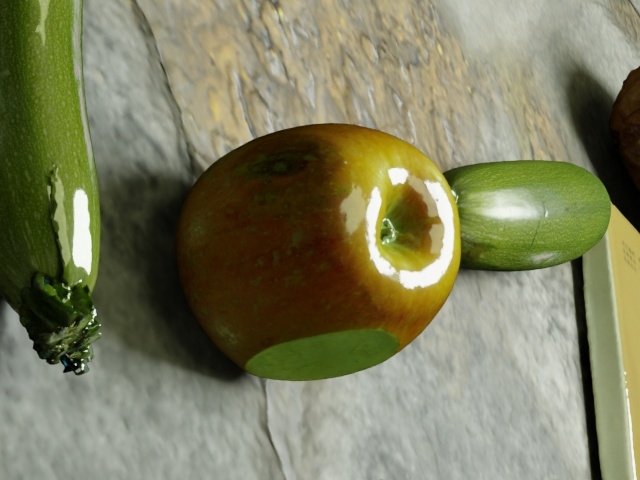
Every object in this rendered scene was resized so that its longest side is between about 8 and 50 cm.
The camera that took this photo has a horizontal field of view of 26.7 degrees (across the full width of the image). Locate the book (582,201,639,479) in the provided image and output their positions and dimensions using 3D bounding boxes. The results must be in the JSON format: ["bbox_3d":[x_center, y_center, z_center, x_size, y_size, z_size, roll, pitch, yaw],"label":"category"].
[{"bbox_3d":[0.257,0.189,0.938,0.269,0.032,0.389,42,39,-43],"label":"book"}]

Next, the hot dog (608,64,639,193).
[{"bbox_3d":[0.384,-0.009,1.073,0.174,0.267,0.387,-42,108,-28],"label":"hot dog"}]

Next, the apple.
[{"bbox_3d":[0.000,0.000,0.541,0.114,0.102,0.099,27,51,-50],"label":"apple"}]

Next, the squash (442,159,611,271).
[{"bbox_3d":[0.117,-0.014,0.788,0.252,0.066,0.066,-6,78,-59],"label":"squash"}]

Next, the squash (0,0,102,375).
[{"bbox_3d":[-0.099,-0.044,0.454,0.052,0.052,0.183,14,62,-56],"label":"squash"}]
